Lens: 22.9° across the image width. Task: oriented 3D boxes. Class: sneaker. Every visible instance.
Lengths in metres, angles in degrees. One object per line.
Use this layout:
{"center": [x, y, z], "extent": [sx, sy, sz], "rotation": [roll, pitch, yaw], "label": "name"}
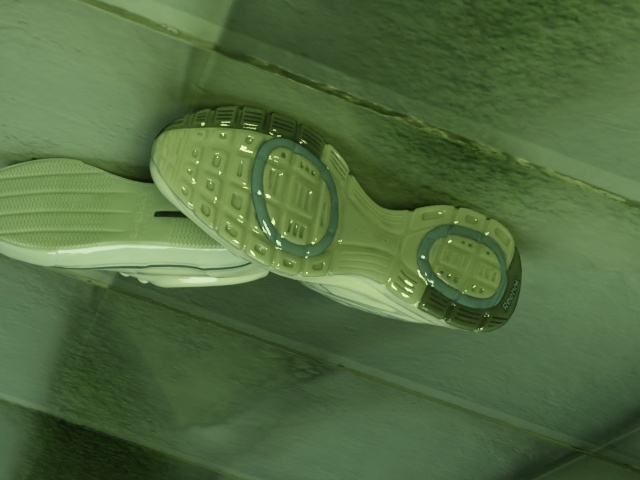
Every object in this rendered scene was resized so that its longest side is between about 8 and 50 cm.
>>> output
{"center": [-0.157, -0.001, 1.263], "extent": [0.258, 0.094, 0.091], "rotation": [8, 150, 16], "label": "sneaker"}
{"center": [0.000, 0.000, 1.163], "extent": [0.297, 0.111, 0.129], "rotation": [27, 159, -21], "label": "sneaker"}
